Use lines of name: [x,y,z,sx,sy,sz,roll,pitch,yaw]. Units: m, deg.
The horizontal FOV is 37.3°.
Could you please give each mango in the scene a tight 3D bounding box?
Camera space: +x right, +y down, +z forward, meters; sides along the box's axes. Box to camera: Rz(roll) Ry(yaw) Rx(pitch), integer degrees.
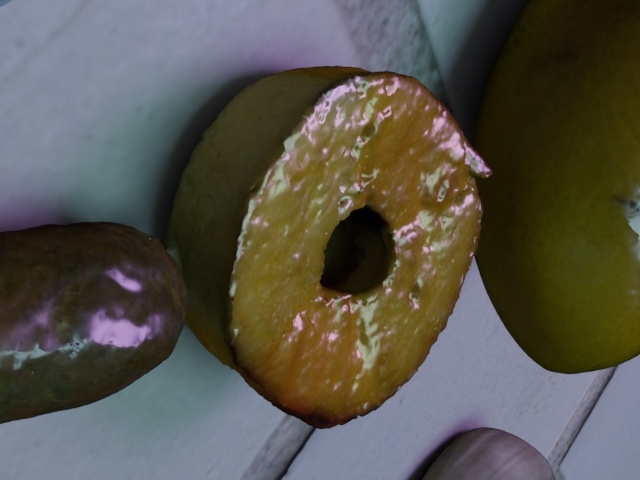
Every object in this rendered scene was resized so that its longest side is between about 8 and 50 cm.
mango: [0.202,-0.069,0.601,0.211,0.173,0.317,34,81,-26]

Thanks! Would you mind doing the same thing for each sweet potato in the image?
sweet potato: [-0.147,0.029,0.294,0.273,0.075,0.075,0,110,-49]

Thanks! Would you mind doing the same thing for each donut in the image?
donut: [0.000,-0.002,0.471,0.190,0.075,0.174,19,95,-52]

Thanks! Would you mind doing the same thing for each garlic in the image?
garlic: [0.116,0.232,0.770,0.198,0.090,0.128,-37,150,-42]

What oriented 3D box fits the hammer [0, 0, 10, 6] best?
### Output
hammer: [-0.084,-0.101,0.333,0.246,0.029,0.103,-42,140,-34]
